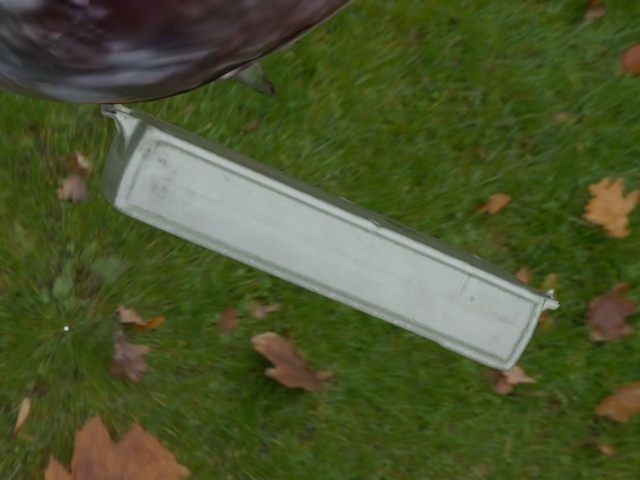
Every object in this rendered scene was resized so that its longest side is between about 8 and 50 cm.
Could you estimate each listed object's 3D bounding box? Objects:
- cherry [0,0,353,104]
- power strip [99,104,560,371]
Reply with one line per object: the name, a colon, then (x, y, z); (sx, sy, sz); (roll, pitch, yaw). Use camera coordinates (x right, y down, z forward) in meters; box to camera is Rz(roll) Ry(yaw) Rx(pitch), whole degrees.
cherry: (-0.079, -0.165, 0.481); (0.218, 0.255, 0.296); (-25, 118, -15)
power strip: (0.000, 0.000, 0.804); (0.272, 0.078, 0.052); (22, 96, -18)
